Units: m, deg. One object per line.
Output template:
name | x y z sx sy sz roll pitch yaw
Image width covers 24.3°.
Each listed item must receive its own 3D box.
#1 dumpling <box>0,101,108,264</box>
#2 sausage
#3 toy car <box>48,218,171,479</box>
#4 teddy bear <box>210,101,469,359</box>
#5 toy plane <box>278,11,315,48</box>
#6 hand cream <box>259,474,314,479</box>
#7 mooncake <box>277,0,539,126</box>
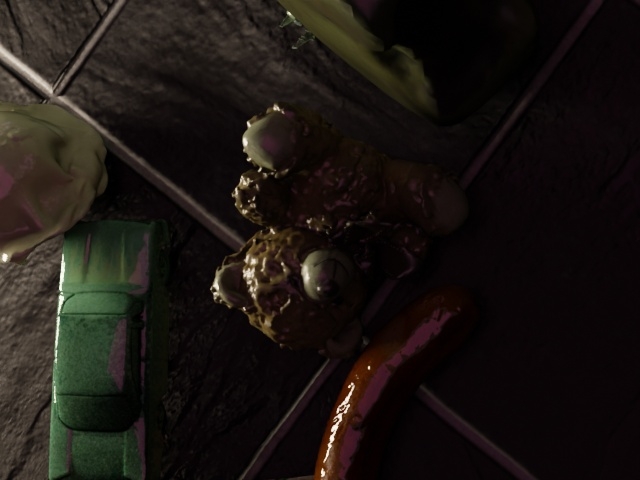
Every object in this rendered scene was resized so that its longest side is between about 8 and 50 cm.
dumpling | -0.353 -0.085 1.802 0.193 0.147 0.258 -21 52 -6
sausage | 0.073 0.177 1.658 0.103 0.076 0.302 28 94 15
toy car | -0.248 0.131 1.760 0.141 0.097 0.321 -1 83 19
teddy bear | 0.000 0.000 1.664 0.267 0.156 0.256 24 87 -10
toy plane | -0.007 -0.262 1.758 0.083 0.033 0.080 15 74 19
hand cream | -0.098 0.312 1.721 0.234 0.050 0.080 -4 79 12
mooncake | 0.067 -0.288 1.579 0.351 0.351 0.187 39 92 19
